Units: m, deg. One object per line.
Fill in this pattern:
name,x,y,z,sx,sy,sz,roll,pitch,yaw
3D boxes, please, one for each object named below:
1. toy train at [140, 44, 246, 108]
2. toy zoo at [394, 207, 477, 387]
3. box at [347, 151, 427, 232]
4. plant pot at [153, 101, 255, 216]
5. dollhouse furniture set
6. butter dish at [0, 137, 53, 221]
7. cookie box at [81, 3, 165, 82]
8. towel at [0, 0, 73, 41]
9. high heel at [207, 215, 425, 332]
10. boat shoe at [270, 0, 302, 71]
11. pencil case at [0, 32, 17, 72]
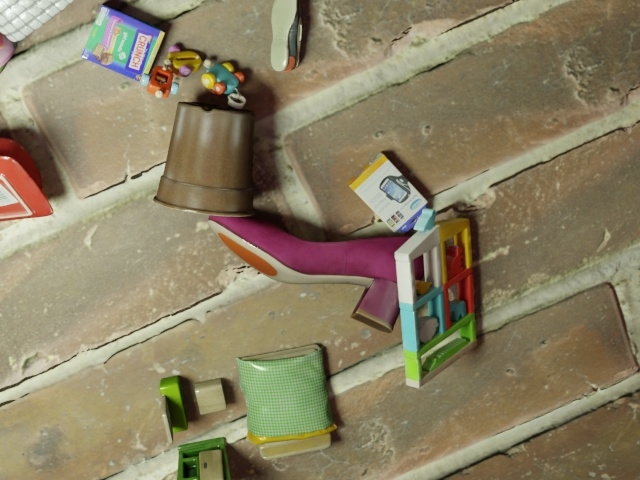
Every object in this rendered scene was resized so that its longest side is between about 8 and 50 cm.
toy train,-0.203,-0.247,1.648,0.166,0.125,0.046,13,138,-16
toy zoo,0.202,0.084,1.788,0.192,0.030,0.293,-26,118,-45
box,0.121,-0.078,1.789,0.081,0.028,0.136,-42,111,7
plant pot,-0.178,-0.135,1.665,0.167,0.167,0.165,6,100,-10
dollhouse furniture set,-0.119,0.323,1.822,0.301,0.151,0.198,-11,109,-4
butter dish,-0.515,-0.112,1.646,0.160,0.118,0.160,-5,145,13
cookie box,-0.313,-0.313,1.642,0.107,0.040,0.092,21,103,-15
towel,-0.427,-0.466,1.515,0.283,0.121,0.235,-37,121,7
high heel,0.000,0.000,1.780,0.377,0.127,0.181,29,73,-12
boat shoe,-0.050,-0.341,1.669,0.043,0.049,0.137,-13,114,-49
pencil case,-0.593,-0.347,1.548,0.124,0.124,0.284,-42,111,7
